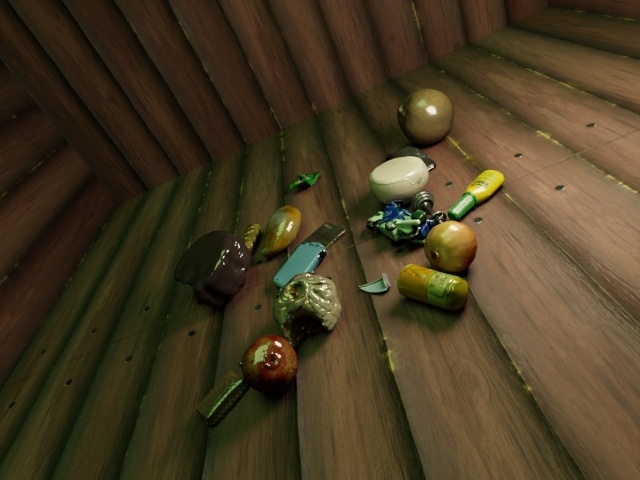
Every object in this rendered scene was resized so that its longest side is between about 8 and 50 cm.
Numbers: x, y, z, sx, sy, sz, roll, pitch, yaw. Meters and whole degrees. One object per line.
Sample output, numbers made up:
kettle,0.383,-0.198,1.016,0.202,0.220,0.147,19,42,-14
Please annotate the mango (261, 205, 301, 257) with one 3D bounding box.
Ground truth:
mango,-0.203,-0.047,2.120,0.192,0.146,0.317,-7,44,42

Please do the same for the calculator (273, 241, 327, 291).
calculator,-0.091,0.120,1.869,0.172,0.051,0.293,14,57,43

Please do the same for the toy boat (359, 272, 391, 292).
toy boat,0.211,0.178,1.618,0.122,0.034,0.096,-28,32,16

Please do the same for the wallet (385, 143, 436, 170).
wallet,0.481,-0.426,2.236,0.172,0.045,0.318,-29,34,1

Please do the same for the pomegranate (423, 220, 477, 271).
pomegranate,0.461,0.022,1.496,0.191,0.191,0.191,-19,34,13

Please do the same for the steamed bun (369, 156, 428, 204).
steamed bun,0.373,-0.268,1.970,0.282,0.177,0.283,-17,29,10

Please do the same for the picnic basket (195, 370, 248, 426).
picnic basket,-0.349,0.553,1.475,0.110,0.055,0.193,14,52,46

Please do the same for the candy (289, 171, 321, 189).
candy,-0.093,-0.364,2.540,0.141,0.078,0.203,7,33,26

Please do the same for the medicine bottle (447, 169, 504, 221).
medicine bottle,0.648,-0.187,1.758,0.309,0.076,0.111,-41,34,-19

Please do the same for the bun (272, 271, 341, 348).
bun,-0.063,0.238,1.565,0.281,0.205,0.282,-19,32,12

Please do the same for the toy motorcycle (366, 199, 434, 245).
toy motorcycle,0.344,-0.081,1.796,0.196,0.125,0.331,-40,30,-16

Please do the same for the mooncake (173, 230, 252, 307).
mooncake,-0.499,0.129,1.986,0.351,0.212,0.381,-51,38,5

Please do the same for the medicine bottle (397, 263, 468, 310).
medicine bottle,0.386,0.160,1.426,0.238,0.124,0.124,12,50,47

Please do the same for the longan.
longan,0.574,-0.679,2.285,0.318,0.319,0.319,-19,34,13

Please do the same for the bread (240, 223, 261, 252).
bread,-0.387,0.006,2.230,0.087,0.098,0.270,21,41,-4

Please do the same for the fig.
fig,-0.177,0.422,1.423,0.205,0.205,0.205,-19,34,13

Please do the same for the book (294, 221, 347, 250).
book,0.000,0.000,2.013,0.228,0.024,0.160,-41,36,-20

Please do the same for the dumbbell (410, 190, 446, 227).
dumbbell,0.471,-0.121,1.776,0.110,0.110,0.255,-26,39,2
